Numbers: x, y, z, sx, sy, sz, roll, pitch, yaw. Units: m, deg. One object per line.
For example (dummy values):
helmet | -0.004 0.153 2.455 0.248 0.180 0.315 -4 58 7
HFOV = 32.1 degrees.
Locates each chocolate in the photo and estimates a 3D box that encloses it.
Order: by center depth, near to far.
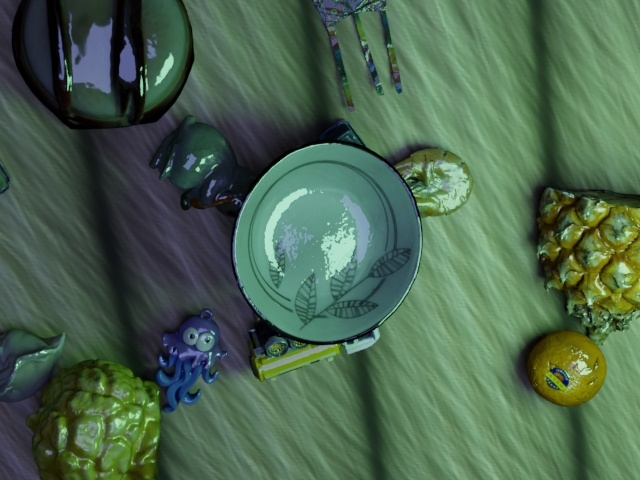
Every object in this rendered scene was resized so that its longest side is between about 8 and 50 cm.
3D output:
chocolate | -0.313 -0.282 1.609 0.283 0.186 0.283 -3 106 -11

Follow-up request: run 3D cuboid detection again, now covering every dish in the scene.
dish | 0.000 0.000 1.737 0.316 0.106 0.316 -2 96 -18

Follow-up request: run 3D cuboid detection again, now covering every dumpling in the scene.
dumpling | -0.482 0.199 1.734 0.188 0.127 0.108 -31 90 2

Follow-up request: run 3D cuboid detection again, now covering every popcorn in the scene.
popcorn | -0.342 0.319 1.764 0.251 0.206 0.237 41 79 -30

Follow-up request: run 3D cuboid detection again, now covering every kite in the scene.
kite | 0.056 -0.352 1.758 0.152 0.015 0.285 -15 105 -4

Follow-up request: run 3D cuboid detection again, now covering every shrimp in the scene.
shrimp | 0.146 -0.091 1.827 0.217 0.051 0.115 -6 100 -9

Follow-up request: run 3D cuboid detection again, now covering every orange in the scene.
orange | 0.430 0.221 1.933 0.135 0.117 0.135 9 106 32

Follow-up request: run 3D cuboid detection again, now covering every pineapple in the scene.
pineapple | 0.531 0.070 1.864 0.344 0.209 0.286 4 104 -14

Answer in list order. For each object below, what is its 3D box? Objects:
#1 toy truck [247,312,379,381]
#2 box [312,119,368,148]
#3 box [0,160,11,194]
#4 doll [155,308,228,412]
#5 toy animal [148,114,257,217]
toy truck | -0.015 0.151 1.830 0.227 0.098 0.114 -19 132 -4
box | 0.043 -0.137 1.790 0.074 0.054 0.099 -39 108 -1
box | -0.552 -0.114 1.654 0.124 0.093 0.172 -31 109 -2
doll | -0.215 0.200 1.825 0.110 0.067 0.206 18 111 -6
toy animal | -0.144 -0.091 1.736 0.236 0.108 0.138 25 98 -17
